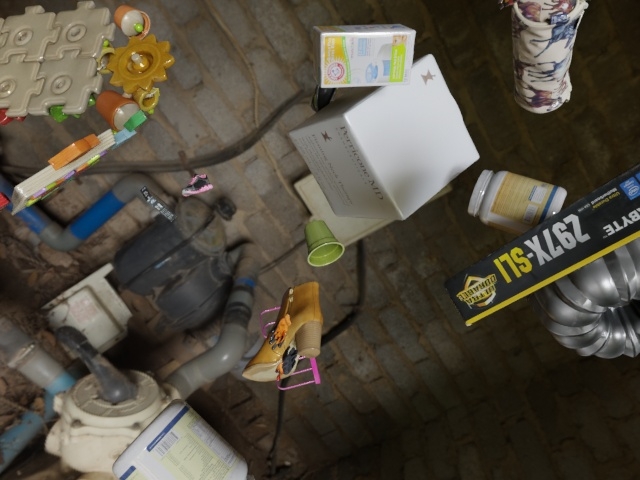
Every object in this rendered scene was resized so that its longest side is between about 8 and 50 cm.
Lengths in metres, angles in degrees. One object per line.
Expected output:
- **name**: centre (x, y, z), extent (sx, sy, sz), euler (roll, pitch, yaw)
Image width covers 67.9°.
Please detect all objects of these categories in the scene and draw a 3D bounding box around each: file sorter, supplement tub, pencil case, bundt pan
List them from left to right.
- **supplement tub**: centre (-0.340, 0.603, 1.230), extent (0.325, 0.235, 0.235), euler (44, 17, 1)
- **file sorter**: centre (-0.127, 0.429, 1.939), extent (0.202, 0.182, 0.291), euler (-114, -168, -62)
- **supplement tub**: centre (0.488, -0.090, 1.188), extent (0.199, 0.144, 0.144), euler (23, 2, 23)
- **pencil case**: centre (0.649, -0.541, 1.364), extent (0.183, 0.160, 0.410), euler (18, -14, 28)
- **bundt pan**: centre (0.591, 0.119, 0.940), extent (0.331, 0.330, 0.124), euler (50, 30, -31)

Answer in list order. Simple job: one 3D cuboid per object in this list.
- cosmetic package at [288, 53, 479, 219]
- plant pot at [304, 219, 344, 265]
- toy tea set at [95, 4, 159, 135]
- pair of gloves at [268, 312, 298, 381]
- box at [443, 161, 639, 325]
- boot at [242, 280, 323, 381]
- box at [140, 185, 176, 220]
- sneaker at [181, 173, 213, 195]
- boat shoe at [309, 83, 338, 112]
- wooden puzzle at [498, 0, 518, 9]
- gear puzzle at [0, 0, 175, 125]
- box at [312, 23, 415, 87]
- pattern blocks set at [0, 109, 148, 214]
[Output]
- **cosmetic package**: centre (0.173, -0.286, 1.414), extent (0.329, 0.327, 0.393), euler (58, -19, -18)
- **plant pot**: centre (0.000, 0.000, 1.033), extent (0.083, 0.083, 0.079), euler (37, 26, -53)
- **toy tea set**: centre (-0.498, -0.433, 1.253), extent (0.124, 0.336, 0.200), euler (37, 56, 16)
- **pair of gloves**: centre (-0.053, 0.156, 0.700), extent (0.074, 0.010, 0.083), euler (-43, 126, -66)
- **box**: centre (0.367, -0.006, 0.685), extent (0.257, 0.322, 0.079), euler (-10, 66, -48)
- **boot**: centre (-0.100, 0.247, 1.296), extent (0.104, 0.295, 0.211), euler (31, 41, -34)
- **box**: centre (-0.392, -0.089, 1.147), extent (0.067, 0.018, 0.083), euler (43, -4, 46)
- **sneaker**: centre (-0.366, -0.165, 1.387), extent (0.119, 0.047, 0.057), euler (-36, 114, -60)
- **boat shoe**: centre (0.029, -0.533, 1.576), extent (0.081, 0.228, 0.069), euler (10, 21, -22)
- **wooden puzzle**: centre (0.461, -0.587, 1.128), extent (0.006, 0.083, 0.049), euler (9, 78, -39)
- **gear puzzle**: centre (-0.342, -0.226, 0.620), extent (0.044, 0.338, 0.176), euler (62, 30, -68)
- **box**: centre (0.089, -0.403, 1.035), extent (0.103, 0.203, 0.114), euler (-109, -163, -57)
- **pattern blocks set**: centre (-0.422, -0.109, 0.775), extent (0.026, 0.325, 0.285), euler (55, -22, -18)
